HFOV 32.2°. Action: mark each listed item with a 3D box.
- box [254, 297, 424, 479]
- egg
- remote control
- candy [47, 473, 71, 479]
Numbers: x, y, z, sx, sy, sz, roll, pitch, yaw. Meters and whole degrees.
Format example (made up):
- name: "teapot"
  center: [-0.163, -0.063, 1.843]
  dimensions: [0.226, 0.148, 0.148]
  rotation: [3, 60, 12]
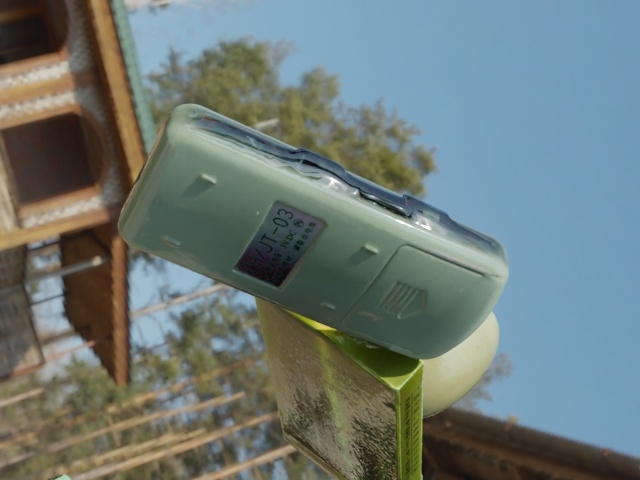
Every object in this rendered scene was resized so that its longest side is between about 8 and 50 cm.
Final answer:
- name: "box"
  center: [0.023, 0.163, 1.094]
  dimensions: [0.173, 0.043, 0.311]
  rotation: [34, -27, 26]
- name: "egg"
  center: [0.147, 0.167, 1.662]
  dimensions: [0.188, 0.254, 0.188]
  rotation: [155, -90, -88]
- name: "remote control"
  center: [0.000, 0.000, 0.864]
  dimensions: [0.140, 0.296, 0.056]
  rotation: [-55, -161, 41]
- name: "candy"
  center: [-0.161, 0.319, 0.482]
  dimensions: [0.263, 0.398, 0.172]
  rotation: [46, -29, 1]
